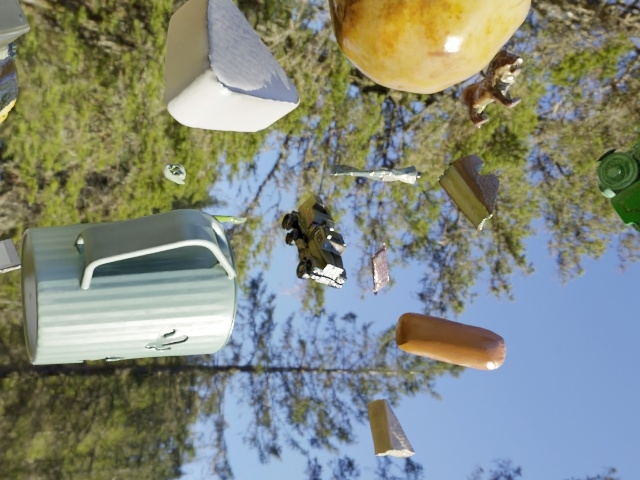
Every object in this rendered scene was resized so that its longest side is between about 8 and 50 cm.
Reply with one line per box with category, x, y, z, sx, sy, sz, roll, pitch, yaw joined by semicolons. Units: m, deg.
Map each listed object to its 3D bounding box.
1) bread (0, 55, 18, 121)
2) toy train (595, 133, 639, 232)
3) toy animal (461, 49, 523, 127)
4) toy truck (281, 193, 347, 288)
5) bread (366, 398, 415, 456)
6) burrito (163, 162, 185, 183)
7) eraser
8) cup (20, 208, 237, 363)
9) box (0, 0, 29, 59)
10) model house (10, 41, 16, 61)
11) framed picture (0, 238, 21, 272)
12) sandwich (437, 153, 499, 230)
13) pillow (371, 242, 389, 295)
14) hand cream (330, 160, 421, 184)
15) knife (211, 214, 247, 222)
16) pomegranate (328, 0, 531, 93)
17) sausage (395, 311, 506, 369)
bread;-0.748;-0.332;1.230;0.153;0.119;0.288;-58;-161;-24
toy train;0.699;-0.137;1.144;0.243;0.132;0.188;-46;-117;51
toy animal;0.501;-0.444;1.662;0.158;0.097;0.312;65;-22;0
toy truck;-0.002;0.004;1.430;0.127;0.127;0.257;-49;-144;28
bread;0.196;0.529;1.579;0.077;0.105;0.152;-27;-124;36
burrito;-0.428;-0.203;1.659;0.044;0.074;0.118;-66;-166;-15
eraser;-0.220;-0.364;1.229;0.149;0.331;0.331;-27;-125;27
cup;-0.380;0.064;1.151;0.310;0.392;0.401;47;-51;44
box;-0.621;-0.415;0.882;0.221;0.166;0.291;-80;151;-64
model house;-0.990;-0.547;1.666;0.167;0.172;0.183;61;9;-21
framed picture;-1.117;0.072;1.808;0.347;0.264;0.016;23;-54;53
sandwich;0.489;-0.151;1.771;0.122;0.128;0.236;100;-33;-55
pillow;0.216;0.108;2.062;0.043;0.118;0.185;11;-54;30
hand cream;0.154;-0.192;1.547;0.075;0.247;0.052;-63;160;-84
knife;-0.266;-0.061;1.585;0.026;0.184;0.022;36;-69;29
pomegranate;0.177;-0.409;0.894;0.338;0.338;0.339;-174;-90;-65
sausage;0.323;0.253;1.407;0.105;0.274;0.105;12;90;-83
